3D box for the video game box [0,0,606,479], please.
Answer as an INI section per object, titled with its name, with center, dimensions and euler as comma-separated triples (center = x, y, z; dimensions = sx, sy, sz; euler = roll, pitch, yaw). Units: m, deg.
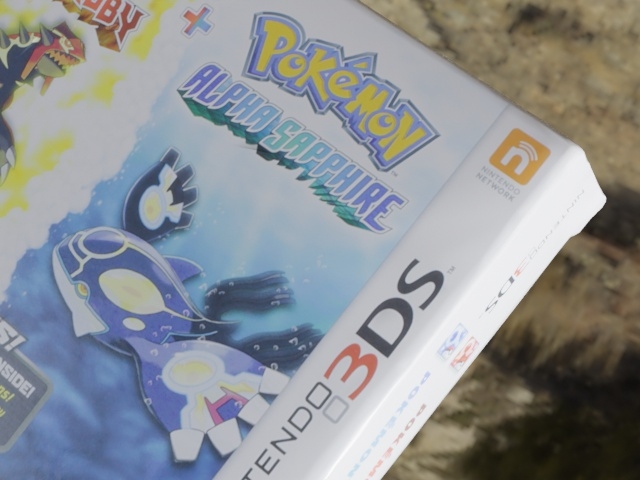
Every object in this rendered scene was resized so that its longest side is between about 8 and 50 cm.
[video game box]
center = -0.057, -0.001, 0.428
dimensions = 0.205, 0.187, 0.048
euler = 36, 175, 23
